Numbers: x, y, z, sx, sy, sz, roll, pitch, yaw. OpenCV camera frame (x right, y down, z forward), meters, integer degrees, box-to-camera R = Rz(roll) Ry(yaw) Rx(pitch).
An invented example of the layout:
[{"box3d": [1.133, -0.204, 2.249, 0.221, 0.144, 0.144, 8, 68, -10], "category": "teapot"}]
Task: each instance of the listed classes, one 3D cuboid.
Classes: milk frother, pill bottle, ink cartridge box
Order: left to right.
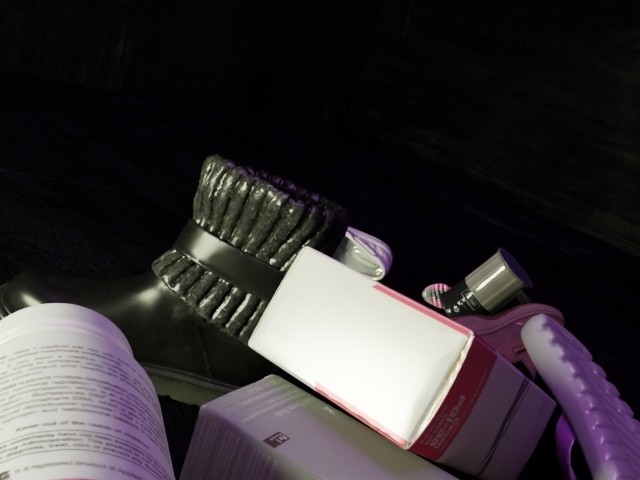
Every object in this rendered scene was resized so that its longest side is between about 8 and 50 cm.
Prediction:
[{"box3d": [-0.183, 0.161, 0.522, 0.160, 0.160, 0.283, 11, 17, -22], "category": "pill bottle"}, {"box3d": [0.095, 0.139, 0.777, 0.207, 0.117, 0.283, 26, -8, 38], "category": "ink cartridge box"}, {"box3d": [0.300, 0.095, 1.310, 0.129, 0.135, 0.143, 49, 21, -1], "category": "milk frother"}]

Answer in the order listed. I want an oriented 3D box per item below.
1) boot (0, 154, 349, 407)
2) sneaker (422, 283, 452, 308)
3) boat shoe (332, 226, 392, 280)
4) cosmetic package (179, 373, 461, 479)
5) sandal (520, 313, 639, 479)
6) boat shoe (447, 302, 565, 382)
[{"box3d": [-0.165, 0.023, 0.824, 0.348, 0.260, 0.131, 17, 16, -4], "category": "boot"}, {"box3d": [0.234, 0.105, 1.400, 0.119, 0.047, 0.057, 6, -8, -24], "category": "sneaker"}, {"box3d": [0.000, 0.000, 1.384, 0.277, 0.098, 0.096, 19, 15, 3], "category": "boat shoe"}, {"box3d": [0.011, 0.219, 0.642, 0.238, 0.107, 0.127, 21, 12, 24], "category": "cosmetic package"}, {"box3d": [0.308, 0.254, 0.840, 0.169, 0.102, 0.416, 35, 25, -24], "category": "sandal"}, {"box3d": [0.256, 0.168, 1.098, 0.341, 0.121, 0.110, -2, 61, -43], "category": "boat shoe"}]
